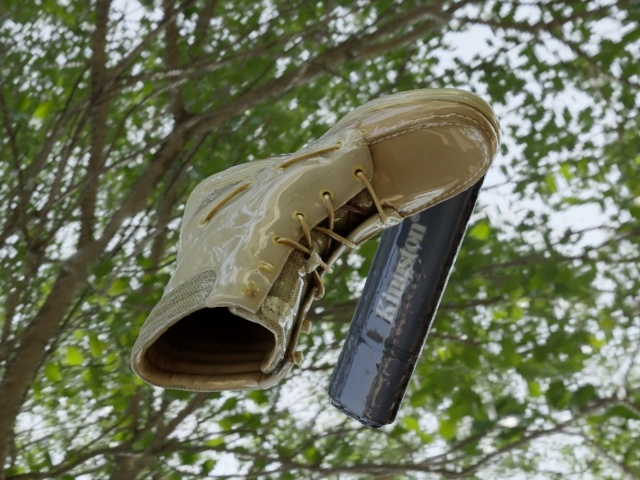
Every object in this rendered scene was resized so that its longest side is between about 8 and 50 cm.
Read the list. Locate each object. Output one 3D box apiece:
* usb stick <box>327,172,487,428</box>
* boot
[{"bbox_3d":[0.076,0.034,0.930,0.045,0.077,0.278,1,-68,-50],"label":"usb stick"},{"bbox_3d":[0.000,0.000,0.728,0.095,0.262,0.203,62,-157,-27],"label":"boot"}]
